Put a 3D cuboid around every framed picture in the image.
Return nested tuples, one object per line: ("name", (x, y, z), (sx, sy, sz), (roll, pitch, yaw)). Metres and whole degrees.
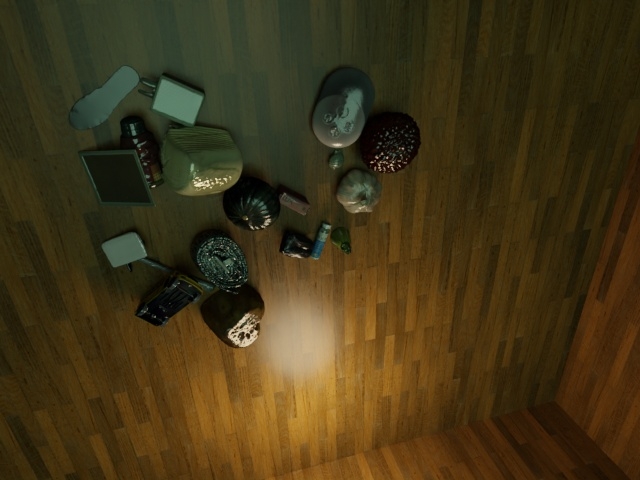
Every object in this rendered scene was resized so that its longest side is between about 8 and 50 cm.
("framed picture", (-0.784, -0.239, 1.640), (0.296, 0.019, 0.232), (4, 120, 22))

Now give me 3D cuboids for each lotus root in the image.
("lotus root", (-0.388, 0.380, 2.060), (0.316, 0.250, 0.316), (-12, 119, -23))

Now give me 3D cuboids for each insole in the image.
("insole", (-0.809, -0.527, 1.582), (0.322, 0.007, 0.109), (-40, 122, 5))

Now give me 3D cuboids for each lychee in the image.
("lychee", (0.290, -0.420, 1.835), (0.264, 0.300, 0.264), (11, 74, -42))

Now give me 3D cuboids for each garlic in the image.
("garlic", (0.189, -0.203, 1.932), (0.219, 0.212, 0.218), (-4, 118, -8))

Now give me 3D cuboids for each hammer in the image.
("hammer", (-0.675, 0.138, 1.942), (0.427, 0.044, 0.152), (27, 107, -27))

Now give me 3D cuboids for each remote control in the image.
("remote control", (0.094, -0.552, 1.778), (0.221, 0.103, 0.331), (19, 109, -9))

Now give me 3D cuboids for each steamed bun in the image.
("steamed bun", (-0.465, -0.279, 1.666), (0.291, 0.273, 0.272), (-14, 136, -31))

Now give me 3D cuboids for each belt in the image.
("belt", (-0.452, 0.088, 1.921), (0.207, 0.160, 0.295), (-45, 123, -12))

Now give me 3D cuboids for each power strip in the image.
("power strip", (-0.559, -0.535, 1.578), (0.224, 0.140, 0.139), (19, 110, -23))

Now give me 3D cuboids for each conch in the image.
("conch", (0.077, -0.360, 1.908), (0.076, 0.056, 0.085), (10, 114, -35))

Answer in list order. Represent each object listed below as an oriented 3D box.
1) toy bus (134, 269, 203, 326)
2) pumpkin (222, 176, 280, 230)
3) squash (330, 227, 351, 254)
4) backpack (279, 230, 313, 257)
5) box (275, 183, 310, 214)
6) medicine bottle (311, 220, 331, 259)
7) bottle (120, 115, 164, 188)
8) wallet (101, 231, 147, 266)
("toy bus", (-0.675, 0.247, 1.900), (0.331, 0.151, 0.145), (-36, 123, 20))
("pumpkin", (-0.287, -0.160, 1.810), (0.250, 0.216, 0.249), (17, 128, 23))
("squash", (0.114, 0.010, 2.060), (0.105, 0.132, 0.105), (-8, 120, -13))
("backpack", (-0.116, 0.026, 2.018), (0.165, 0.106, 0.119), (24, 86, -42))
("box", (-0.125, -0.183, 1.904), (0.156, 0.111, 0.060), (25, 107, -24))
("medicine bottle", (0.000, 0.000, 2.069), (0.051, 0.051, 0.191), (12, 113, -22))
("bottle", (-0.697, -0.343, 1.638), (0.156, 0.143, 0.271), (10, 123, 22))
("wallet", (-0.839, 0.038, 1.817), (0.183, 0.032, 0.124), (-19, 105, 11))
